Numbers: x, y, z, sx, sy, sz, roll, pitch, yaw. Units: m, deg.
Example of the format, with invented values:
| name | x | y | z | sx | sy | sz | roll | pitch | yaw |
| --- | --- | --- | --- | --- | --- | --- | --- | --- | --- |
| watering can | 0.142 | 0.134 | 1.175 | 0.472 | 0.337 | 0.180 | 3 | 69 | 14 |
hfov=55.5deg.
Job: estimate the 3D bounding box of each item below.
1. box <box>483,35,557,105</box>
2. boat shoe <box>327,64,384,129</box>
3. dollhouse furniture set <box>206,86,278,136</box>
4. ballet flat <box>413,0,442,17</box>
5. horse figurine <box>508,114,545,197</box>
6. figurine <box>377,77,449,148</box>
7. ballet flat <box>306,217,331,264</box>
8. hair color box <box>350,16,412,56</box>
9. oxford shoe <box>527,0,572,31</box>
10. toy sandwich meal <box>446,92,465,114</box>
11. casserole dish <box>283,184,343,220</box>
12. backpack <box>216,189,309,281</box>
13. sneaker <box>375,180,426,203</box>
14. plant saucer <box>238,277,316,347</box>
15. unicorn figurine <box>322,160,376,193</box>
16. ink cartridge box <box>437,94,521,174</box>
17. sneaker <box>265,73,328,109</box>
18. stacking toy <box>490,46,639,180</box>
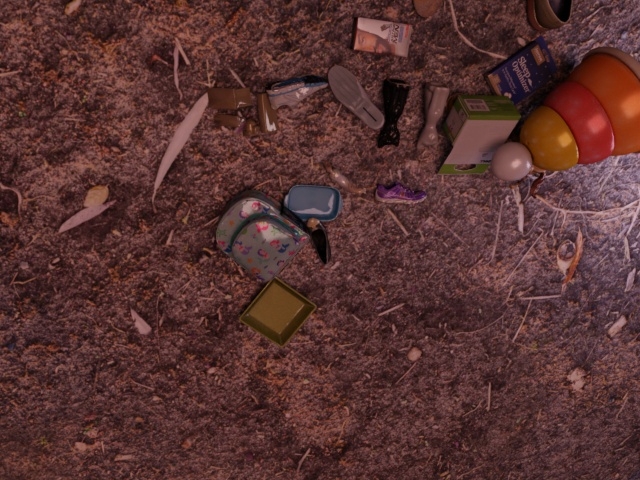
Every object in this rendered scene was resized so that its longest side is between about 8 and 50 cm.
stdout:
| name | x | y | z | sx | sy | sz | roll | pitch | yaw |
| --- | --- | --- | --- | --- | --- | --- | --- | --- | --- |
| box | 0.640 | -0.527 | 1.919 | 0.225 | 0.036 | 0.136 | -36 | 112 | 0 |
| boat shoe | 0.102 | -0.418 | 1.814 | 0.083 | 0.076 | 0.226 | -37 | 93 | 7 |
| dollhouse furniture set | -0.226 | -0.381 | 1.776 | 0.151 | 0.123 | 0.144 | -24 | 117 | -42 |
| ballet flat | 0.348 | -0.795 | 1.722 | 0.107 | 0.106 | 0.316 | 11 | 106 | -16 |
| horse figurine | 0.679 | -0.276 | 1.993 | 0.174 | 0.066 | 0.263 | -27 | 105 | -10 |
| figurine | 0.286 | -0.379 | 1.870 | 0.214 | 0.092 | 0.210 | 1 | 116 | -14 |
| ballet flat | 0.000 | 0.000 | 1.930 | 0.057 | 0.049 | 0.173 | -17 | 123 | 7 |
| hair color box | 0.177 | -0.595 | 1.781 | 0.167 | 0.053 | 0.093 | 3 | 109 | -13 |
| oxford shoe | 0.677 | -0.818 | 1.764 | 0.140 | 0.146 | 0.397 | -17 | 108 | -4 |
| toy sandwich meal | 0.433 | -0.419 | 1.911 | 0.085 | 0.029 | 0.086 | -4 | 109 | -12 |
| casserole dish | -0.024 | -0.120 | 1.907 | 0.188 | 0.037 | 0.114 | 2 | 108 | -14 |
| backpack | -0.186 | -0.018 | 1.829 | 0.253 | 0.191 | 0.225 | 40 | 104 | -14 |
| sneaker | 0.260 | -0.154 | 1.945 | 0.169 | 0.068 | 0.071 | 1 | 103 | -12 |
| plant saucer | -0.141 | 0.228 | 1.995 | 0.188 | 0.045 | 0.188 | 37 | 98 | -21 |
| unicorn figurine | 0.075 | -0.183 | 1.867 | 0.161 | 0.111 | 0.060 | 22 | 102 | -19 |
| ink cartridge box | 0.477 | -0.326 | 1.916 | 0.188 | 0.097 | 0.255 | -3 | 144 | -20 |
| sneaker | -0.067 | -0.429 | 1.776 | 0.190 | 0.071 | 0.083 | -16 | 128 | -15 |
| stacking toy | 0.728 | -0.330 | 1.838 | 0.479 | 0.351 | 0.351 | -28 | 112 | -2 |
